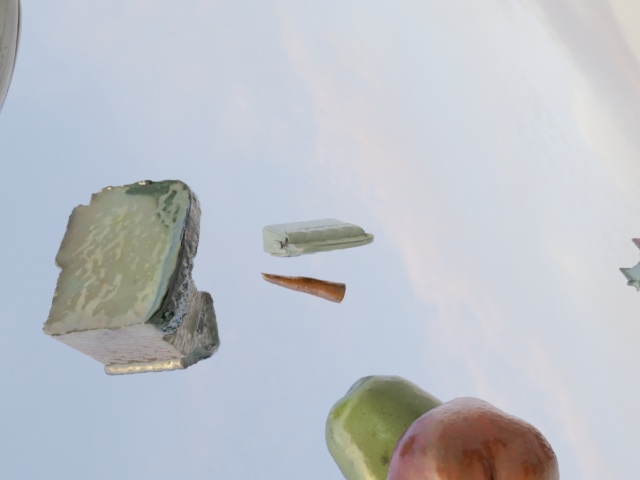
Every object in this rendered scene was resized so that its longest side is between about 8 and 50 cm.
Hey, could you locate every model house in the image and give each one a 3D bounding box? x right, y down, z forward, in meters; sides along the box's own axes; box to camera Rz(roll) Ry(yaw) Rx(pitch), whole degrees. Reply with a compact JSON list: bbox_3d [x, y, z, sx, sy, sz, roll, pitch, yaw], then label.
[{"bbox_3d":[-0.301,0.086,0.994,0.284,0.244,0.298,71,-164,-53],"label":"model house"}]

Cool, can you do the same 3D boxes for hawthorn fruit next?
[{"bbox_3d":[0.159,0.248,0.568,0.189,0.189,0.189,23,-129,-31],"label":"hawthorn fruit"}]

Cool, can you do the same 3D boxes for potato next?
[{"bbox_3d":[0.148,0.348,0.861,0.304,0.216,0.216,53,-138,2],"label":"potato"}]

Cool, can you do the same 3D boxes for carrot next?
[{"bbox_3d":[-0.048,0.117,1.437,0.224,0.057,0.057,12,-127,-6],"label":"carrot"}]

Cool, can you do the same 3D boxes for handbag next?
[{"bbox_3d":[0.000,0.000,1.357,0.256,0.219,0.079,-8,-77,-33],"label":"handbag"}]

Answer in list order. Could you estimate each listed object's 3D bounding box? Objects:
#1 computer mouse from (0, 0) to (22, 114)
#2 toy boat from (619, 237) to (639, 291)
[{"bbox_3d":[-0.424,-0.183,0.628,0.121,0.184,0.296,39,-117,-47],"label":"computer mouse"},{"bbox_3d":[0.512,0.106,0.734,0.092,0.134,0.298,1,-148,-2],"label":"toy boat"}]
